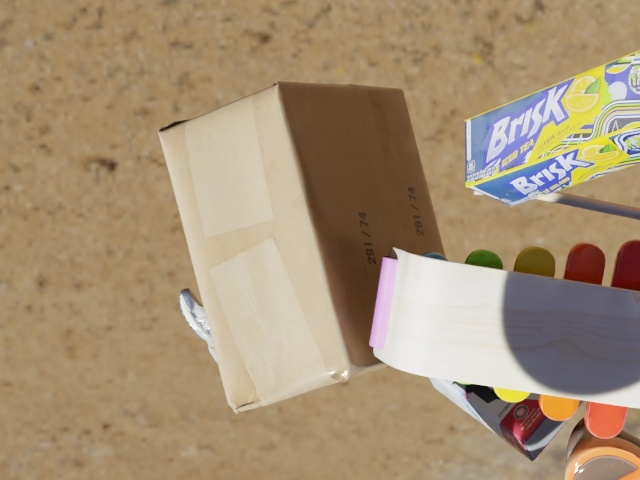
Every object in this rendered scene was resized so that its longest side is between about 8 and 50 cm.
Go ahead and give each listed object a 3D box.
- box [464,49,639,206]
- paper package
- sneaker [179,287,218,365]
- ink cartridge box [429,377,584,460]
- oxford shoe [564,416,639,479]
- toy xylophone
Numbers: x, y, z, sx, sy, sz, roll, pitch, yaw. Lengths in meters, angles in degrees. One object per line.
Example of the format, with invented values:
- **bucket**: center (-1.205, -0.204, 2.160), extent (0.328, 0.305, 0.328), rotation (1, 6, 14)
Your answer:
- **box**: center (0.181, -0.078, 1.002), extent (0.054, 0.059, 0.169), rotation (20, 152, -39)
- **paper package**: center (0.000, 0.000, 1.597), extent (0.168, 0.324, 0.309), rotation (-19, 174, 31)
- **sneaker**: center (-0.138, 0.115, 1.919), extent (0.058, 0.135, 0.052), rotation (-37, 173, 3)
- **ink cartridge box**: center (0.239, 0.176, 1.814), extent (0.127, 0.175, 0.072), rotation (-48, 147, -10)
- **oxford shoe**: center (0.437, 0.338, 1.681), extent (0.130, 0.132, 0.364), rotation (-41, 101, 19)
- **toy xylophone**: center (0.219, 0.060, 1.406), extent (0.323, 0.236, 0.081), rotation (17, -175, -5)
